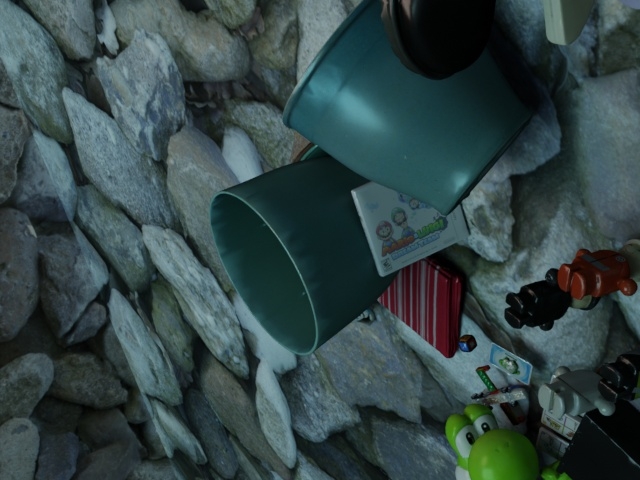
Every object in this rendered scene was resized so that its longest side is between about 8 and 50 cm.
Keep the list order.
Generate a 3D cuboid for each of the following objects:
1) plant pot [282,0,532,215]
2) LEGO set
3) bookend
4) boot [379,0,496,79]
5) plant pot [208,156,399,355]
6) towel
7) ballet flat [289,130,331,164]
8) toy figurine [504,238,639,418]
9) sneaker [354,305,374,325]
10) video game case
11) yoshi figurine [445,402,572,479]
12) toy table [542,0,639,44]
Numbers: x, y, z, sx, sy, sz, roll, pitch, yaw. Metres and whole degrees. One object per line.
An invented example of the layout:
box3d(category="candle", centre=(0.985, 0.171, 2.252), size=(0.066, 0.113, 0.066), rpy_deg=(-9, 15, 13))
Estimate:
box3d(category="plant pot", centre=(0.133, -0.181, 1.598), size=(0.255, 0.271, 0.271), rpy_deg=(40, 149, 6))
box3d(category="LEGO set", centre=(0.324, 0.236, 1.887), size=(0.244, 0.060, 0.182), rpy_deg=(29, 140, 27))
box3d(category="bookend", centre=(0.439, 0.330, 1.728), size=(0.157, 0.072, 0.156), rpy_deg=(45, 146, 28))
box3d(category="boot", centre=(0.184, -0.280, 1.189), size=(0.260, 0.131, 0.348), rpy_deg=(35, 144, 39))
box3d(category="plant pot", centre=(0.000, 0.000, 1.907), size=(0.293, 0.235, 0.293), rpy_deg=(46, 153, 31))
box3d(category="towel", centre=(0.139, 0.061, 2.031), size=(0.275, 0.031, 0.199), rpy_deg=(40, 148, 37))
box3d(category="ballet flat", centre=(0.026, -0.203, 1.922), size=(0.316, 0.107, 0.106), rpy_deg=(-41, 59, 57))
box3d(category="toy figurine", centre=(0.366, 0.118, 1.552), size=(0.213, 0.148, 0.209), rpy_deg=(-42, 65, 59))
box3d(category="sneaker", centre=(0.055, 0.100, 2.140), size=(0.083, 0.071, 0.190), rpy_deg=(27, 167, 29))
box3d(category="video game case", centre=(0.137, -0.040, 1.803), size=(0.019, 0.157, 0.143), rpy_deg=(30, 141, 66))
box3d(category="yoshi figurine", centre=(0.317, 0.433, 1.897), size=(0.203, 0.203, 0.362), rpy_deg=(-22, 101, 42))
box3d(category="toy table", centre=(0.286, -0.357, 1.260), size=(0.252, 0.161, 0.274), rpy_deg=(10, 125, 56))
